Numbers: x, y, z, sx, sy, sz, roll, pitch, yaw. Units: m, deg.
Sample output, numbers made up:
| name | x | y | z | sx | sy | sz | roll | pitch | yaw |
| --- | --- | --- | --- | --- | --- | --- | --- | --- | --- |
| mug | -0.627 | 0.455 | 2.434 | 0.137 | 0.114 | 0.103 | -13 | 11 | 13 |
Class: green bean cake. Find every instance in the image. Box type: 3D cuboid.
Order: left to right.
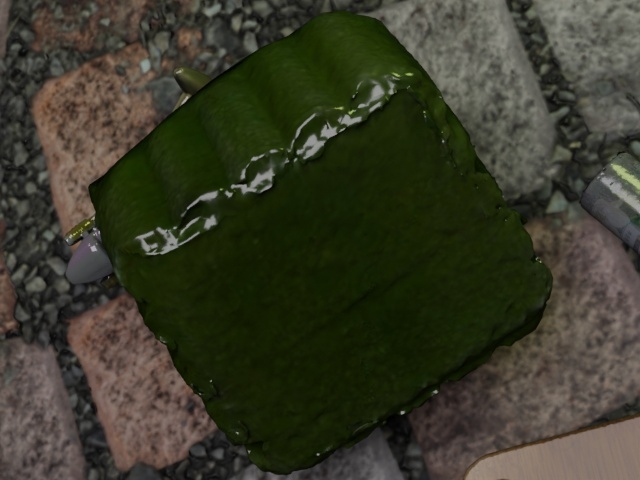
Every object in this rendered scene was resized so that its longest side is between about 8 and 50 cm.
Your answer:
| name | x | y | z | sx | sy | sz | roll | pitch | yaw |
| --- | --- | --- | --- | --- | --- | --- | --- | --- | --- |
| green bean cake | 0.000 | 0.000 | 1.410 | 0.319 | 0.335 | 0.218 | -30 | 35 | 0 |

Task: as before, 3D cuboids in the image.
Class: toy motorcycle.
| name | x | y | z | sx | sy | sz | roll | pitch | yaw |
| --- | --- | --- | --- | --- | --- | --- | --- | --- | --- |
| toy motorcycle | -0.155 | -0.033 | 1.555 | 0.225 | 0.152 | 0.073 | -38 | 101 | 8 |

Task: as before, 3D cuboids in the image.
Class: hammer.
| name | x | y | z | sx | sy | sz | roll | pitch | yaw |
| --- | --- | --- | --- | --- | --- | --- | --- | --- | --- |
| hammer | -0.171 | -0.085 | 1.631 | 0.028 | 0.060 | 0.195 | 30 | 94 | 21 |

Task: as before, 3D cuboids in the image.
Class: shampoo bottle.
| name | x | y | z | sx | sy | sz | roll | pitch | yaw |
| --- | --- | --- | --- | --- | --- | --- | --- | --- | --- |
| shampoo bottle | 0.329 | 0.010 | 1.435 | 0.214 | 0.072 | 0.072 | 42 | 94 | 21 |

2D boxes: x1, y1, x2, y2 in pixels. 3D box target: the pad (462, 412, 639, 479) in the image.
| name | x | y | z | sx | sy | sz | roll | pitch | yaw |
| --- | --- | --- | --- | --- | --- | --- | --- | --- | --- |
| pad | 0.282 | 0.299 | 1.424 | 0.284 | 0.018 | 0.286 | -17 | 74 | 15 |
